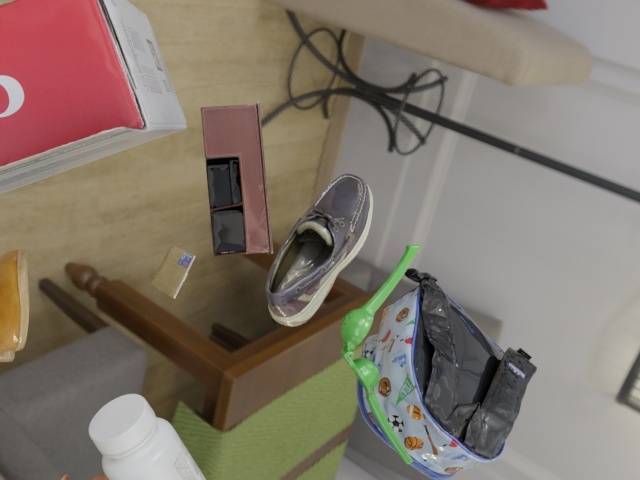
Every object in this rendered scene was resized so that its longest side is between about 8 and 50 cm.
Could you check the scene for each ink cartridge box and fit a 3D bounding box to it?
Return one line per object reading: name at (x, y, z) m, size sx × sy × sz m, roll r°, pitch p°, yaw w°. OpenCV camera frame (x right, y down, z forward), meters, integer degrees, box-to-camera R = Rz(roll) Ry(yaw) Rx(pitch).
ink cartridge box at (-0.296, -0.104, 0.595) m, size 0.272 × 0.309 × 0.130 m, roll -108°, pitch 179°, yaw -80°

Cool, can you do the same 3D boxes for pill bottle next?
pill bottle at (-0.293, 0.377, 1.192) m, size 0.131 × 0.131 × 0.229 m, roll -43°, pitch 126°, yaw -32°

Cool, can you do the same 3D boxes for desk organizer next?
desk organizer at (-0.073, -0.050, 0.611) m, size 0.047 × 0.050 × 0.130 m, roll 164°, pitch -79°, yaw -81°

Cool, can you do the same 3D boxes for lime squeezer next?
lime squeezer at (0.079, 0.160, 0.989) m, size 0.110 × 0.059 × 0.310 m, roll 1°, pitch 90°, yaw -27°

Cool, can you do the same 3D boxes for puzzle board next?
puzzle board at (-0.307, 0.064, 1.467) m, size 0.011 × 0.128 × 0.096 m, roll 30°, pitch 82°, yaw -34°

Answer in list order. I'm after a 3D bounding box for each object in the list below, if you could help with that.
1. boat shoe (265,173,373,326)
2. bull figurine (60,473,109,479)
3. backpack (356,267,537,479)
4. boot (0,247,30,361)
boat shoe at (0.000, 0.000, 1.119) m, size 0.285 × 0.103 × 0.092 m, roll -58°, pitch 156°, yaw -22°
bull figurine at (-0.411, 0.516, 1.441) m, size 0.188 × 0.310 × 0.101 m, roll 51°, pitch 28°, yaw -70°
backpack at (0.179, 0.229, 1.101) m, size 0.213 × 0.276 × 0.263 m, roll -45°, pitch -166°, yaw 30°
boot at (-0.472, 0.090, 0.849) m, size 0.211 × 0.104 × 0.295 m, roll 6°, pitch 150°, yaw -28°
